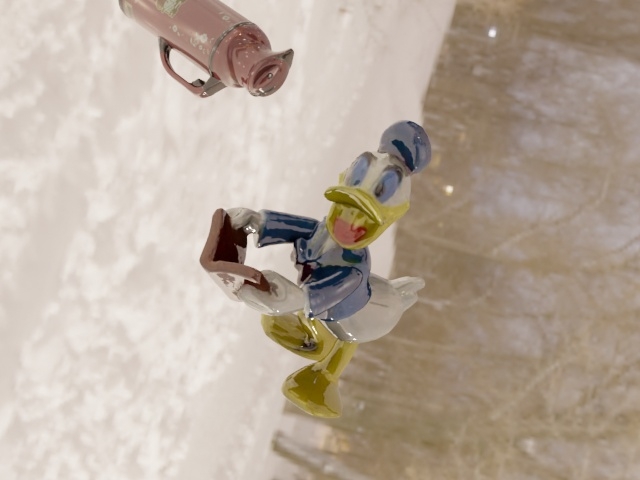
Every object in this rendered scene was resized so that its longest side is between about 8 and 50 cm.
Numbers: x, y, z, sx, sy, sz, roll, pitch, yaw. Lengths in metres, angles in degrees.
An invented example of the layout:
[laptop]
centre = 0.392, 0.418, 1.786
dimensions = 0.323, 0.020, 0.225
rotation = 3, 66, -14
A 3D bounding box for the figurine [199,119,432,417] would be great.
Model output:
[figurine]
centre = 0.000, 0.000, 1.309
dimensions = 0.338, 0.283, 0.204
rotation = -58, -142, 21

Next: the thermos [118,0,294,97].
[thermos]
centre = -0.187, -0.320, 1.885
dimensions = 0.136, 0.330, 0.110
rotation = -36, 147, -27
